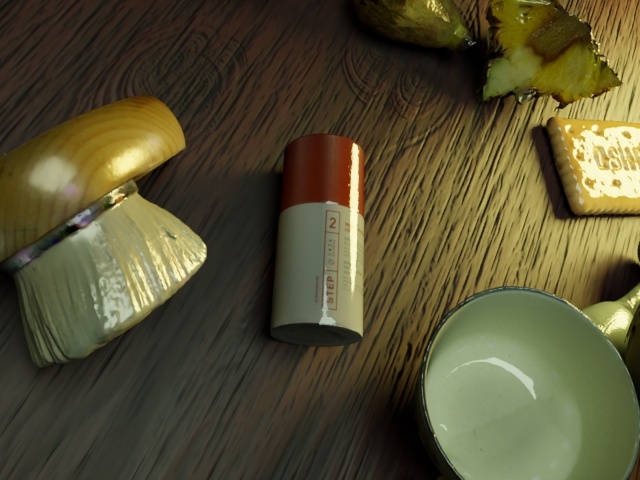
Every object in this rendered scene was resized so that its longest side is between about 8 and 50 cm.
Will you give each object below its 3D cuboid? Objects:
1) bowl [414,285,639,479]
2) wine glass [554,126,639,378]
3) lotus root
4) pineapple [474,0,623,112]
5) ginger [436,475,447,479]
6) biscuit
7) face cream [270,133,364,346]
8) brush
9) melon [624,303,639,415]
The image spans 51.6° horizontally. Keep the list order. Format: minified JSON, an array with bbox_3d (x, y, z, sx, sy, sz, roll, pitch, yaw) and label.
[{"bbox_3d":[0.202,0.182,0.710,0.237,0.126,0.238,5,62,-9],"label":"bowl"},{"bbox_3d":[0.341,0.031,0.878,0.309,0.096,0.264,-33,82,-30],"label":"wine glass"},{"bbox_3d":[0.129,-0.316,0.907,0.190,0.094,0.108,25,101,-27],"label":"lotus root"},{"bbox_3d":[0.296,-0.270,0.973,0.249,0.164,0.140,29,22,-18],"label":"pineapple"},{"bbox_3d":[0.142,0.391,0.653,0.117,0.065,0.299,-2,72,-40],"label":"ginger"},{"bbox_3d":[0.460,-0.116,1.018,0.249,0.030,0.160,-1,71,-26],"label":"biscuit"},{"bbox_3d":[0.000,0.000,0.717,0.095,0.096,0.214,12,66,-21],"label":"face cream"},{"bbox_3d":[-0.190,-0.026,0.609,0.166,0.174,0.267,55,42,-13],"label":"brush"},{"bbox_3d":[0.470,0.131,0.703,0.268,0.268,0.330,29,72,-13],"label":"melon"}]
